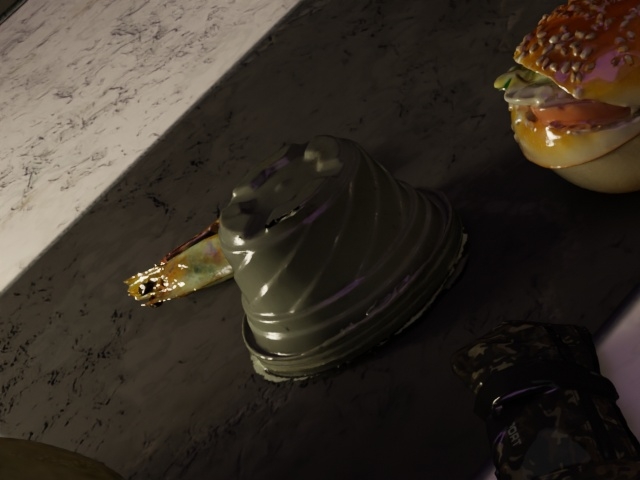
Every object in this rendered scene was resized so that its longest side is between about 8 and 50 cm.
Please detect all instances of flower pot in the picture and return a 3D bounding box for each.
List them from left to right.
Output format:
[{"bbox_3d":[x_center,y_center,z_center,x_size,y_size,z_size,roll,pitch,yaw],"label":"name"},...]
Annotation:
[{"bbox_3d":[0.000,0.000,1.641,0.235,0.140,0.235,-30,27,17],"label":"flower pot"}]

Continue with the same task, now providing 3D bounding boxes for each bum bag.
[{"bbox_3d":[0.159,0.120,1.293,0.102,0.069,0.248,-1,23,-8],"label":"bum bag"}]

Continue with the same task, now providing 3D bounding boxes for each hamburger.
[{"bbox_3d":[0.261,-0.139,1.529,0.237,0.147,0.237,-27,27,15],"label":"hamburger"}]

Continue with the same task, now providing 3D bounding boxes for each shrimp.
[{"bbox_3d":[-0.103,0.007,1.876,0.217,0.051,0.115,-30,19,16],"label":"shrimp"}]

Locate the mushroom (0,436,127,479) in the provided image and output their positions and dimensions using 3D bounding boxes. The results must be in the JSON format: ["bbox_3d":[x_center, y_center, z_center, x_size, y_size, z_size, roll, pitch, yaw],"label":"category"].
[{"bbox_3d":[-0.237,0.242,1.431,0.212,0.217,0.292,-21,28,24],"label":"mushroom"}]
